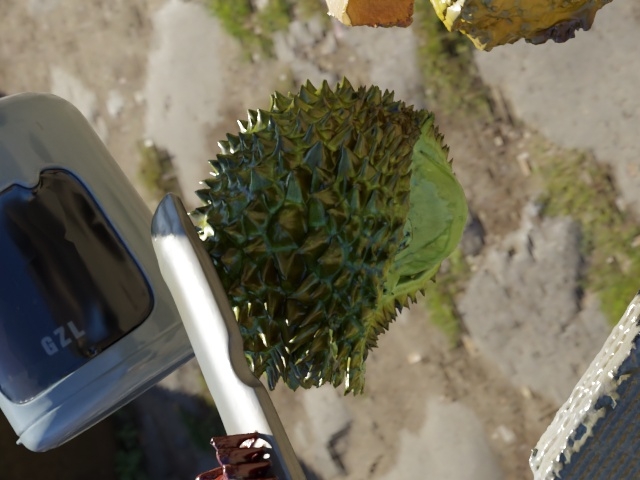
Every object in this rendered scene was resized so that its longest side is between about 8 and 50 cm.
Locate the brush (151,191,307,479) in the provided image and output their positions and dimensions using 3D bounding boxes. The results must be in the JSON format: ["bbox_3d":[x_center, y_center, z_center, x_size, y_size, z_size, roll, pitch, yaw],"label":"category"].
[{"bbox_3d":[-0.059,0.105,0.933,0.060,0.050,0.321,109,145,-45],"label":"brush"}]

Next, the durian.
[{"bbox_3d":[0.000,-0.002,1.083,0.176,0.237,0.200,-1,125,20],"label":"durian"}]

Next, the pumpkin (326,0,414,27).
[{"bbox_3d":[0.051,-0.252,1.622,0.074,0.083,0.054,-140,49,-63],"label":"pumpkin"}]

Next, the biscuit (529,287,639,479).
[{"bbox_3d":[0.249,0.101,1.105,0.062,0.108,0.239,-89,24,-63],"label":"biscuit"}]

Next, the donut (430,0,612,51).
[{"bbox_3d":[0.267,-0.329,1.293,0.435,0.163,0.378,3,83,44],"label":"donut"}]

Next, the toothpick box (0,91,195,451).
[{"bbox_3d":[-0.284,0.008,1.568,0.355,0.263,0.263,56,145,3],"label":"toothpick box"}]
